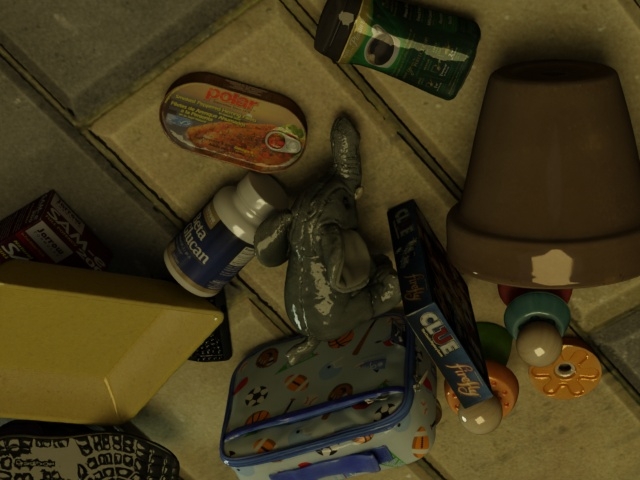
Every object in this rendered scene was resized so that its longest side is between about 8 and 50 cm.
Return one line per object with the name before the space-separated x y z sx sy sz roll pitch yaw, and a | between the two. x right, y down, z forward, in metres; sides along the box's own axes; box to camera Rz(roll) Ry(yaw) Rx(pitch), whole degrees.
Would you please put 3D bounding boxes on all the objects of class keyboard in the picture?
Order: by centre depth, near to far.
keyboard | -0.182 0.103 1.943 0.100 0.038 0.192 -1 125 7

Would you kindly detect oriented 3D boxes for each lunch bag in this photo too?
lunch bag | 0.017 0.225 1.882 0.303 0.243 0.115 -18 122 19

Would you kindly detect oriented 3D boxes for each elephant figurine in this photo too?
elephant figurine | 0.000 0.000 1.757 0.169 0.186 0.239 -16 134 5

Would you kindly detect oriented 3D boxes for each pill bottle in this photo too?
pill bottle | -0.120 -0.012 1.814 0.094 0.094 0.169 36 116 -19

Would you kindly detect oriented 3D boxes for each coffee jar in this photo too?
coffee jar | 0.089 -0.239 1.638 0.184 0.079 0.096 19 128 -8

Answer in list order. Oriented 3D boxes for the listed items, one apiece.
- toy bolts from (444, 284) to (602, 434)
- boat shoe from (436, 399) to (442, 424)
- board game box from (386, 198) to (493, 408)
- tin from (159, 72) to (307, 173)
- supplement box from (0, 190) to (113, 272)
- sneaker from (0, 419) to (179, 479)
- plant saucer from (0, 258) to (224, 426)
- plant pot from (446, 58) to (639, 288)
toy bolts | 0.290 0.164 1.859 0.218 0.158 0.228 13 126 -4
boat shoe | 0.086 0.236 1.987 0.190 0.072 0.068 -6 122 22
board game box | 0.149 0.076 1.757 0.042 0.243 0.165 -26 120 13
tin | -0.108 -0.150 1.752 0.190 0.040 0.106 17 130 -6
supplement box | -0.420 0.046 1.905 0.239 0.073 0.130 -29 118 23
sneaker | -0.348 0.306 2.064 0.283 0.124 0.107 8 108 -4
plant saucer | -0.351 0.133 1.881 0.333 0.081 0.333 10 142 -32
plant pot | 0.280 -0.089 1.645 0.263 0.263 0.229 0 108 6
